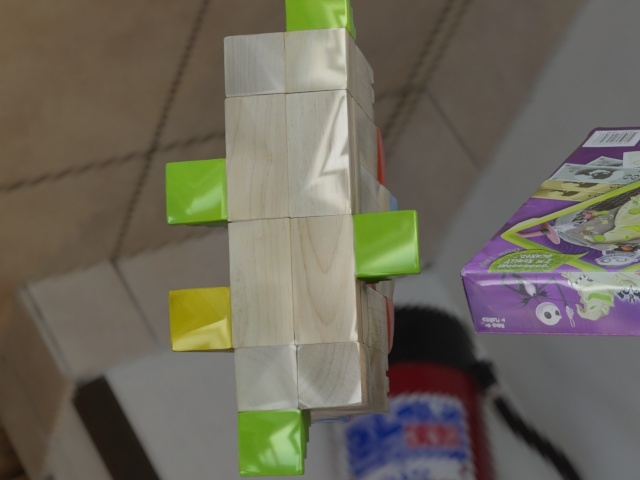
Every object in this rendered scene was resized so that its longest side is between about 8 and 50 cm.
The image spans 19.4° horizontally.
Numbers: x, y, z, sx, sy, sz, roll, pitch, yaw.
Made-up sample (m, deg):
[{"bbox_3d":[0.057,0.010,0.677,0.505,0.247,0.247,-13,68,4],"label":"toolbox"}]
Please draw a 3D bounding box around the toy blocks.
[{"bbox_3d":[0.000,0.000,1.527,0.190,0.381,0.261,-4,172,10],"label":"toy blocks"}]

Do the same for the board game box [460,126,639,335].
[{"bbox_3d":[0.276,-0.011,1.047,0.347,0.056,0.208,0,-158,33],"label":"board game box"}]
